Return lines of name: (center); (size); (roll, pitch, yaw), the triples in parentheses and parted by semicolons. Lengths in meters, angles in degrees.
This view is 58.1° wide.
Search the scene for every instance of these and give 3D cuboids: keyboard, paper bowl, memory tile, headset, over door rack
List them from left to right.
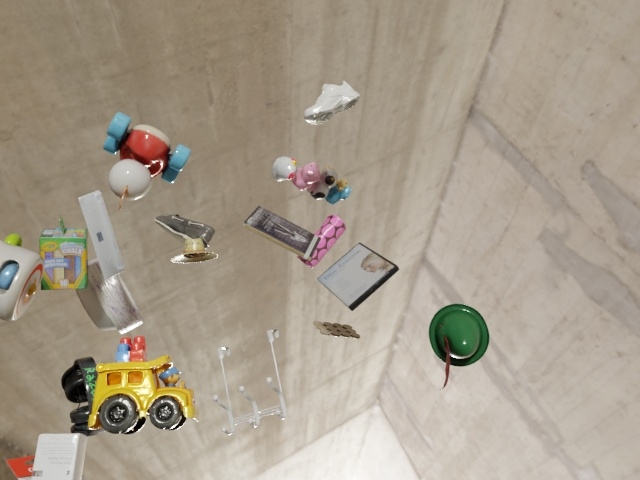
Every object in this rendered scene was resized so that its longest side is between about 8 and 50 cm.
headset: (-0.754, 0.529, 1.933); (0.394, 0.185, 0.243); (-46, -121, 51)
keyboard: (-0.635, -0.014, 1.680); (0.014, 0.072, 0.256); (7, -64, 40)
paper bowl: (-0.755, 0.203, 2.038); (0.284, 0.148, 0.284); (52, -19, 25)
over door rack: (-0.254, 0.482, 2.007); (0.108, 0.239, 0.324); (42, 32, -53)
memory tile: (0.053, 0.301, 1.939); (0.113, 0.148, 0.012); (-143, -115, -65)

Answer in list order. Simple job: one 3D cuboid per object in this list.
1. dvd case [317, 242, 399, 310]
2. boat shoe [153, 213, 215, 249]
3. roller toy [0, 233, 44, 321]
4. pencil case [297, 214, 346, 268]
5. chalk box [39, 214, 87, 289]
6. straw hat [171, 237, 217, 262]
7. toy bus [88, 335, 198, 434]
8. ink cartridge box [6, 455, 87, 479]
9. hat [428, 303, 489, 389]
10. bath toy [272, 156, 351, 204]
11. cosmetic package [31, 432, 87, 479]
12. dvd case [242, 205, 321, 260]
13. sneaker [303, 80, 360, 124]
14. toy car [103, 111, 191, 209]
dvd case: (0.105, 0.099, 1.700); (0.022, 0.180, 0.253); (52, -7, -25)
boat shoe: (-0.528, -0.048, 2.258); (0.335, 0.095, 0.112); (23, -21, 41)
roller toy: (-0.810, 0.108, 1.490); (0.191, 0.146, 0.209); (-90, -156, -63)
pencil case: (0.000, 0.000, 2.121); (0.095, 0.209, 0.098); (47, -15, -16)
chalk box: (-0.780, 0.031, 1.762); (0.132, 0.132, 0.213); (-142, -125, -66)
straw hat: (-0.370, 0.022, 1.689); (0.144, 0.144, 0.061); (140, -57, -70)
toy bus: (-0.380, 0.312, 1.263); (0.149, 0.220, 0.211); (107, -20, -69)
ink cartridge box: (-0.859, 0.757, 1.843); (0.232, 0.066, 0.189); (43, 8, 26)
hat: (0.389, 0.280, 1.594); (0.183, 0.173, 0.208); (26, 52, -78)
bath toy: (-0.037, -0.257, 2.401); (0.129, 0.348, 0.151); (39, -74, 52)
cosmetic package: (-0.734, 0.662, 1.606); (0.085, 0.117, 0.231); (99, -10, -65)
dvd case: (-0.111, -0.024, 1.718); (0.221, 0.164, 0.018); (27, -67, -1)
sneaker: (0.022, -0.495, 2.048); (0.115, 0.232, 0.090); (55, -26, 10)
toy car: (-0.517, -0.185, 1.596); (0.219, 0.238, 0.210); (28, -24, -18)
